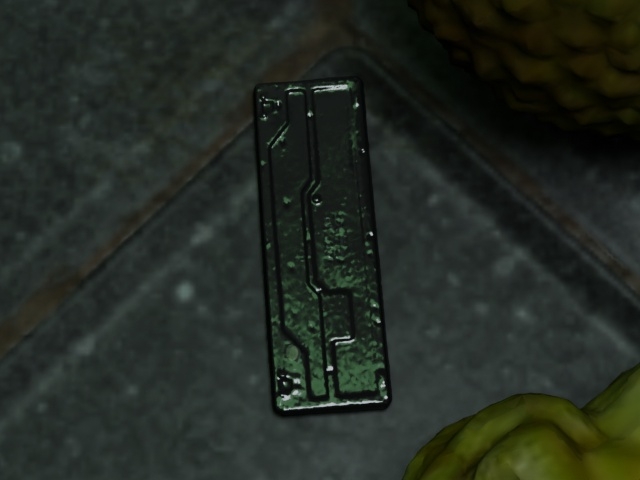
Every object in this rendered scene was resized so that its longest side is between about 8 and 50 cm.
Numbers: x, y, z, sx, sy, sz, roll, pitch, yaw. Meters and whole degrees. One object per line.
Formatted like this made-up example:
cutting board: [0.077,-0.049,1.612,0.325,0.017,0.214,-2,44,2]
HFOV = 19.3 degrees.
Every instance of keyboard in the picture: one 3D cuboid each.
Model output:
keyboard: [0.000,0.000,0.825,0.053,0.010,0.155,-4,72,0]

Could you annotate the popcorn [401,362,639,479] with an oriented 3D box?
popcorn: [0.181,0.126,0.672,0.286,0.174,0.225,-20,42,-3]

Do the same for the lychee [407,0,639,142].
lychee: [0.138,-0.170,0.746,0.270,0.320,0.270,3,78,-17]
